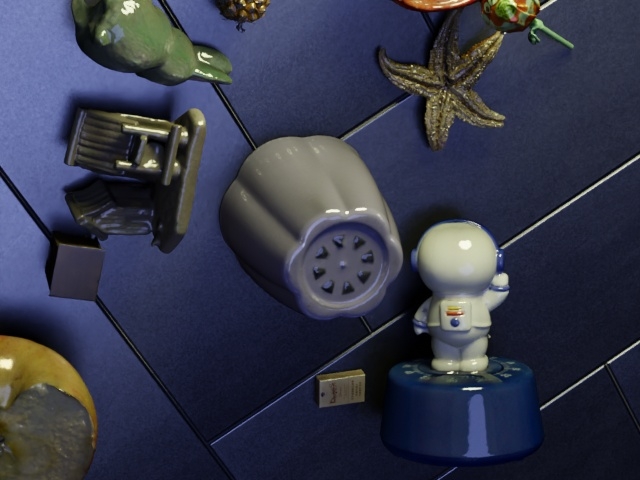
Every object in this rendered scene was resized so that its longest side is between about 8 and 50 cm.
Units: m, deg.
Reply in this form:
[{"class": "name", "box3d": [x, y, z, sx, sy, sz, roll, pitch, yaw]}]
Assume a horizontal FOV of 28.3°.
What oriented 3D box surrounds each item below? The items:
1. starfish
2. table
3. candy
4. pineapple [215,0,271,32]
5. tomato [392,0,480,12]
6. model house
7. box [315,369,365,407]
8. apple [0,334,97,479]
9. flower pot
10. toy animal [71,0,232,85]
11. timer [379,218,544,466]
[{"class": "starfish", "box3d": [0.197, -0.253, 1.995, 0.241, 0.043, 0.227, 20, 101, -21]}, {"class": "table", "box3d": [-0.369, 0.034, 1.898, 0.070, 0.082, 0.083, 7, 108, -21]}, {"class": "candy", "box3d": [0.327, -0.333, 1.942, 0.288, 0.084, 0.078, 12, 114, -58]}, {"class": "pineapple", "box3d": [-0.099, -0.403, 1.803, 0.083, 0.103, 0.221, 3, 111, -19]}, {"class": "tomato", "box3d": [0.163, -0.447, 1.878, 0.228, 0.101, 0.227, -6, 106, -22]}, {"class": "model house", "box3d": [-0.281, -0.102, 1.852, 0.188, 0.122, 0.229, 8, 111, -19]}, {"class": "box", "box3d": [0.034, 0.251, 2.154, 0.083, 0.024, 0.053, -4, 112, -15]}, {"class": "apple", "box3d": [-0.478, 0.259, 1.908, 0.293, 0.163, 0.251, 12, 117, -9]}, {"class": "flower pot", "box3d": [0.000, 0.000, 1.923, 0.265, 0.243, 0.265, -7, 116, -15]}, {"class": "toy animal", "box3d": [-0.237, -0.269, 1.807, 0.251, 0.125, 0.127, 31, 72, -42]}, {"class": "timer", "box3d": [0.231, 0.155, 2.081, 0.270, 0.270, 0.383, -3, 98, -17]}]
